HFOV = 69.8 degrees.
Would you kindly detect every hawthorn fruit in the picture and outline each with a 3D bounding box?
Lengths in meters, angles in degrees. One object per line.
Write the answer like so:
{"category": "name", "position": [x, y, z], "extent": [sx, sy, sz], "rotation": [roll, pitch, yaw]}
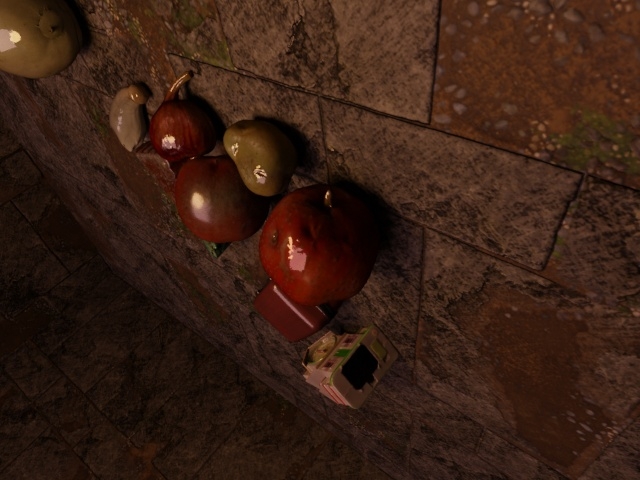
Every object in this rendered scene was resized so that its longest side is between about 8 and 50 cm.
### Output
{"category": "hawthorn fruit", "position": [0.000, 0.000, 1.041], "extent": [0.275, 0.275, 0.299], "rotation": [34, 138, 18]}

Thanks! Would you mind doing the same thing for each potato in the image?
{"category": "potato", "position": [-0.143, -0.198, 1.067], "extent": [0.194, 0.157, 0.157], "rotation": [39, 151, 12]}

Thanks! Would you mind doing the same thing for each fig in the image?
{"category": "fig", "position": [-0.373, -0.316, 1.210], "extent": [0.175, 0.175, 0.207], "rotation": [3, 117, 50]}

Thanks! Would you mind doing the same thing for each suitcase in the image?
{"category": "suitcase", "position": [-0.077, 0.197, 1.483], "extent": [0.236, 0.161, 0.297], "rotation": [44, 150, 0]}

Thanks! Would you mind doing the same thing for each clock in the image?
{"category": "clock", "position": [0.060, 0.401, 1.503], "extent": [0.166, 0.235, 0.309], "rotation": [51, 151, -10]}

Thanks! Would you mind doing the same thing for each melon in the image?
{"category": "melon", "position": [-0.839, -0.597, 1.300], "extent": [0.330, 0.268, 0.268], "rotation": [17, 142, 27]}

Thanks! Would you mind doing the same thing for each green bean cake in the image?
{"category": "green bean cake", "position": [-0.481, -0.219, 1.515], "extent": [0.198, 0.097, 0.232], "rotation": [10, 136, 44]}

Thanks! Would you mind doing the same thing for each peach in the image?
{"category": "peach", "position": [-0.257, -0.116, 1.213], "extent": [0.252, 0.252, 0.252], "rotation": [31, 149, 22]}

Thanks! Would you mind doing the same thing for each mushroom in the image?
{"category": "mushroom", "position": [-0.596, -0.399, 1.426], "extent": [0.118, 0.103, 0.270], "rotation": [43, 146, 2]}

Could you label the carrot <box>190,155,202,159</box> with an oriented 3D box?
{"category": "carrot", "position": [-0.368, -0.245, 1.409], "extent": [0.190, 0.037, 0.037], "rotation": [45, 151, -9]}

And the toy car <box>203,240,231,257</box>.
{"category": "toy car", "position": [-0.342, -0.078, 1.457], "extent": [0.097, 0.141, 0.320], "rotation": [28, 152, 21]}
